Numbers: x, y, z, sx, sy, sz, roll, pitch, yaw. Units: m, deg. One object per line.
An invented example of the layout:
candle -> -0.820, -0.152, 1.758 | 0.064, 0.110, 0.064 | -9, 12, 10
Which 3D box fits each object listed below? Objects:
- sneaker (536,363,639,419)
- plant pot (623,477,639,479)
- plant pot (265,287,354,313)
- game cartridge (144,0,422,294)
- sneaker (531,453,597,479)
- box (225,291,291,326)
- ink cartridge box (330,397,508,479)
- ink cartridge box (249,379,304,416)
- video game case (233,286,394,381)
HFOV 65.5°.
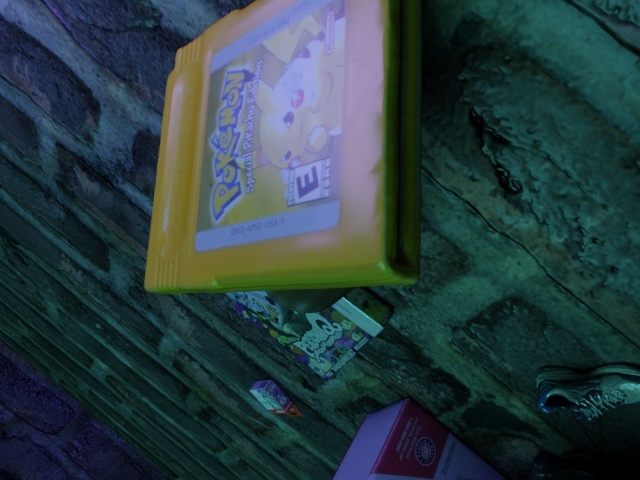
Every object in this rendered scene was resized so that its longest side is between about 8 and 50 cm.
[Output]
sneaker -> 0.315, 0.181, 0.572 | 0.135, 0.058, 0.052 | -21, 113, 46
plant pot -> 0.421, 0.381, 0.567 | 0.188, 0.187, 0.167 | 26, 124, -11
plant pot -> 0.000, 0.000, 0.580 | 0.167, 0.167, 0.165 | 37, 149, 3
game cartridge -> -0.056, -0.095, 0.461 | 0.324, 0.285, 0.053 | -8, 165, 41
sneaker -> 0.360, 0.365, 0.716 | 0.089, 0.051, 0.170 | 1, 125, 42
box -> -0.106, 0.064, 0.752 | 0.137, 0.027, 0.093 | 26, 139, 22
ink cartridge box -> 0.195, 0.492, 0.789 | 0.385, 0.279, 0.160 | 40, 139, -1
ink cartridge box -> -0.094, 0.352, 1.076 | 0.063, 0.029, 0.115 | -23, 111, 47
video game case -> -0.024, 0.108, 0.780 | 0.210, 0.042, 0.232 | 38, 141, 5
